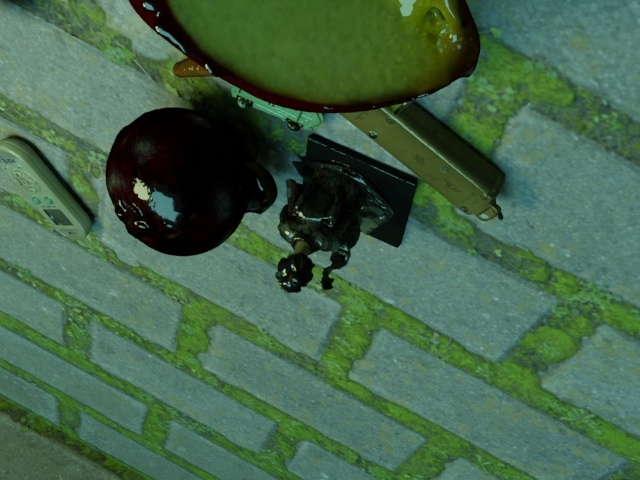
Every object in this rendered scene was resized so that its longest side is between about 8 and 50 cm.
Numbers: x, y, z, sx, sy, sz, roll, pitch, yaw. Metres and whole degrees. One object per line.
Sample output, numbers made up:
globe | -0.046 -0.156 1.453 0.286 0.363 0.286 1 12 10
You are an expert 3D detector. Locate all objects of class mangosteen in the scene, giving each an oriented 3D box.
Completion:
mangosteen | -0.175 -0.081 1.289 0.210 0.210 0.210 21 147 14

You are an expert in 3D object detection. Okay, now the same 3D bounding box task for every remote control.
remote control | -0.457 -0.085 1.658 0.078 0.042 0.221 0 139 38

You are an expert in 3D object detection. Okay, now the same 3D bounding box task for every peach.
peach | -0.021 -0.259 0.914 0.362 0.257 0.201 27 -167 -17

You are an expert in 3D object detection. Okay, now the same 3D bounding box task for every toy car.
toy car | -0.052 -0.173 1.211 0.122 0.035 0.059 23 149 -4

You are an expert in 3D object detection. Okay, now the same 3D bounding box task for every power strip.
power strip | 0.101 -0.123 1.152 0.305 0.044 0.064 38 147 -10

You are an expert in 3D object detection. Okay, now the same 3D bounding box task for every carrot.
carrot | -0.146 -0.215 1.234 0.093 0.032 0.032 4 140 44

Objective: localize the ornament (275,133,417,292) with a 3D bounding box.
ornament | 0.000 0.000 1.262 0.166 0.196 0.153 25 147 11

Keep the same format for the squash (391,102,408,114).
squash | 0.077 -0.211 1.023 0.132 0.105 0.105 52 147 1
